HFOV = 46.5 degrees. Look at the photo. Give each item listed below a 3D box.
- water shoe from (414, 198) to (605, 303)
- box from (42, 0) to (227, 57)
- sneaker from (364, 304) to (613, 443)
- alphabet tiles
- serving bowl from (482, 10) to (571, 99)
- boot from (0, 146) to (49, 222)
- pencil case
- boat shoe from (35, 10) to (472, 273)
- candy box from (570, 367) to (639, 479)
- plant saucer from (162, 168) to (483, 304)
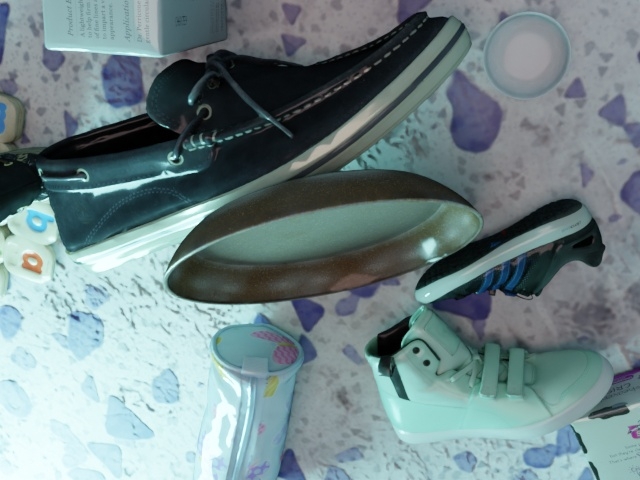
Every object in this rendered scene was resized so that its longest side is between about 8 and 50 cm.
[{"bbox_3d":[0.196,0.035,0.782,0.203,0.073,0.080,-29,102,23],"label":"water shoe"},{"bbox_3d":[-0.170,-0.277,0.708,0.118,0.182,0.181,8,112,10],"label":"box"},{"bbox_3d":[0.171,0.134,0.802,0.255,0.094,0.151,-17,117,22],"label":"sneaker"},{"bbox_3d":[-0.454,-0.063,0.949,0.277,0.021,0.284,19,113,8],"label":"alphabet tiles"},{"bbox_3d":[0.201,-0.181,0.727,0.083,0.027,0.084,5,111,13],"label":"serving bowl"},{"bbox_3d":[-0.426,-0.043,0.838,0.236,0.178,0.085,-9,107,17],"label":"boot"},{"bbox_3d":[-0.096,0.236,0.907,0.113,0.124,0.273,16,112,9],"label":"pencil case"},{"bbox_3d":[-0.094,-0.115,0.748,0.499,0.187,0.156,-20,109,26],"label":"boat shoe"},{"bbox_3d":[0.388,0.251,0.810,0.159,0.071,0.234,-23,103,22],"label":"candy box"},{"bbox_3d":[0.000,0.000,0.726,0.310,0.310,0.050,-19,73,20],"label":"plant saucer"}]
